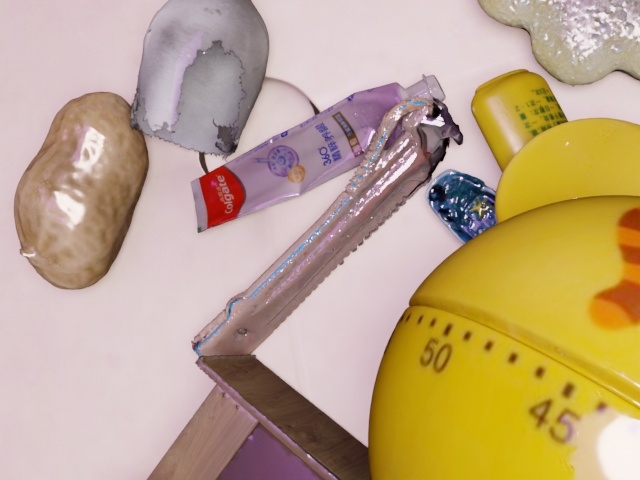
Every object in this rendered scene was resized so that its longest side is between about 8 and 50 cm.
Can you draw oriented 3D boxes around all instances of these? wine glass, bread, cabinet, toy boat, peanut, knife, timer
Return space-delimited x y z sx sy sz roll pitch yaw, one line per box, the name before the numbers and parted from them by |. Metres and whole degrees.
wine glass | -0.108 -0.253 0.863 0.143 0.143 0.321 12 88 21
bread | 0.268 -0.242 0.742 0.287 0.056 0.207 21 94 11
cabinet | -0.058 0.240 0.763 0.215 0.148 0.174 37 95 17
toy boat | 0.160 -0.016 0.767 0.137 0.061 0.060 45 98 19
peanut | -0.267 -0.057 0.894 0.129 0.129 0.224 14 85 21
knife | -0.001 -0.003 0.822 0.365 0.089 0.043 -46 26 11
timer | 0.228 0.107 0.554 0.376 0.376 0.387 32 77 21

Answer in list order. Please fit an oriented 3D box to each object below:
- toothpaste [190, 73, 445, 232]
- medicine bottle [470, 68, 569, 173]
toothpaste | -0.010 -0.095 0.850 0.301 0.048 0.075 -25 78 17
medicine bottle | 0.225 -0.034 0.737 0.064 0.095 0.260 -37 75 50
